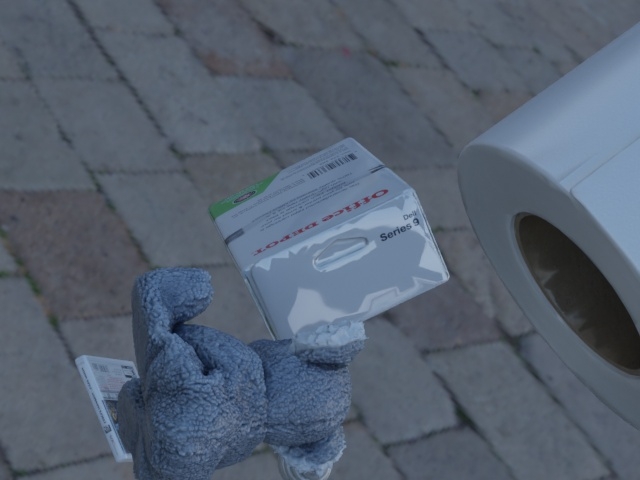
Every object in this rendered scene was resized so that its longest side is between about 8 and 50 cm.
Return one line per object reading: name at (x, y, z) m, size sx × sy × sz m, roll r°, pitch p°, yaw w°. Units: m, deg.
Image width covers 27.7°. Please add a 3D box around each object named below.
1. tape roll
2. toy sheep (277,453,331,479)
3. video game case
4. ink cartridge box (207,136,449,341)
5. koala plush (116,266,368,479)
tape roll at (0.230, -0.010, 0.853) m, size 0.169 × 0.246 × 0.246 m, roll -35°, pitch 66°, yaw -11°
toy sheep at (-0.022, 0.341, 1.998) m, size 0.091 × 0.132 × 0.091 m, roll 3°, pitch 78°, yaw -16°
video game case at (-0.307, 0.266, 2.037) m, size 0.173 × 0.022 × 0.190 m, roll 64°, pitch 10°, yaw 14°
ink cartridge box at (0.000, 0.000, 1.516) m, size 0.121 × 0.211 × 0.289 m, roll 66°, pitch -4°, yaw -19°
koala plush at (-0.067, 0.149, 1.245) m, size 0.221 × 0.196 × 0.203 m, roll 3°, pitch 25°, yaw -19°
